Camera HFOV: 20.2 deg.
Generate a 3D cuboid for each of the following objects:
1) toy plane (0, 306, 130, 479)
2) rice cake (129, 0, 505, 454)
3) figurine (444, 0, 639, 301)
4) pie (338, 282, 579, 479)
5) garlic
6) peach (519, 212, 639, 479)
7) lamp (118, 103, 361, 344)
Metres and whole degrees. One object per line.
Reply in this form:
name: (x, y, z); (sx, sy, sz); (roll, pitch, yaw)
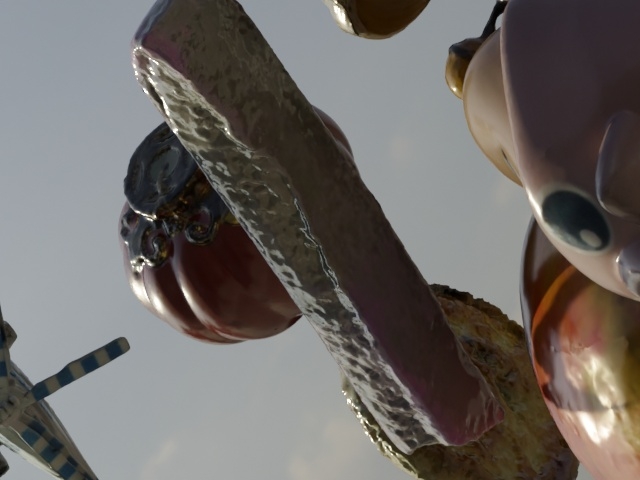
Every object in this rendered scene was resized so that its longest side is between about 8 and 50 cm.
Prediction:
toy plane: (-0.183, 0.150, 1.308); (0.182, 0.273, 0.107); (-62, 18, -4)
rice cake: (0.000, -0.001, 1.140); (0.399, 0.064, 0.070); (56, -130, -31)
figurine: (0.152, -0.093, 0.818); (0.176, 0.186, 0.287); (21, -121, -35)
pie: (0.145, 0.168, 1.914); (0.092, 0.315, 0.315); (-51, -12, 32)
garlic: (0.024, -0.179, 1.113); (0.094, 0.074, 0.113); (-38, -59, -41)
peach: (0.323, 0.040, 1.131); (0.388, 0.388, 0.388); (-50, -22, -29)
lamp: (-0.063, -0.018, 1.519); (0.227, 0.227, 0.227); (-50, -22, -29)
